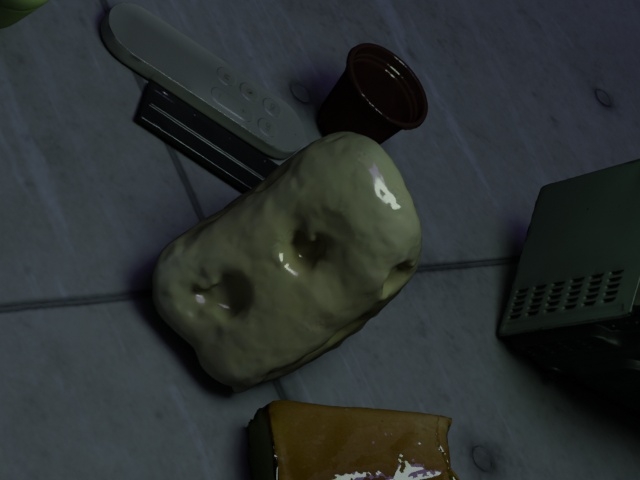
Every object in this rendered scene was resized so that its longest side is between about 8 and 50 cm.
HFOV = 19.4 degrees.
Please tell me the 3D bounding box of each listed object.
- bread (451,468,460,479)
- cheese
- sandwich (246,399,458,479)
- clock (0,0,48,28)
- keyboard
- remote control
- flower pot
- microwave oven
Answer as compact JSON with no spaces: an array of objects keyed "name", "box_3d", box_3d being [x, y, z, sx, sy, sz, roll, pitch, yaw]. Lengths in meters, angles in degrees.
[{"name":"bread","box_3d":[0.097,0.247,1.747,0.082,0.056,0.115,43,38,-6]},{"name":"cheese","box_3d":[0.001,0.001,1.746,0.173,0.251,0.248,51,22,2]},{"name":"sandwich","box_3d":[0.052,0.256,1.641,0.212,0.063,0.245,6,52,-19]},{"name":"clock","box_3d":[-0.347,-0.382,1.665,0.348,0.117,0.286,32,62,-23]},{"name":"keyboard","box_3d":[-0.096,-0.086,1.883,0.202,0.011,0.067,33,39,-19]},{"name":"remote control","box_3d":[-0.119,-0.162,1.916,0.245,0.022,0.077,33,39,-20]},{"name":"flower pot","box_3d":[0.047,-0.142,2.004,0.111,0.089,0.111,26,42,-27]},{"name":"microwave oven","box_3d":[0.412,0.089,2.001,0.355,0.286,0.218,28,67,-25]}]
